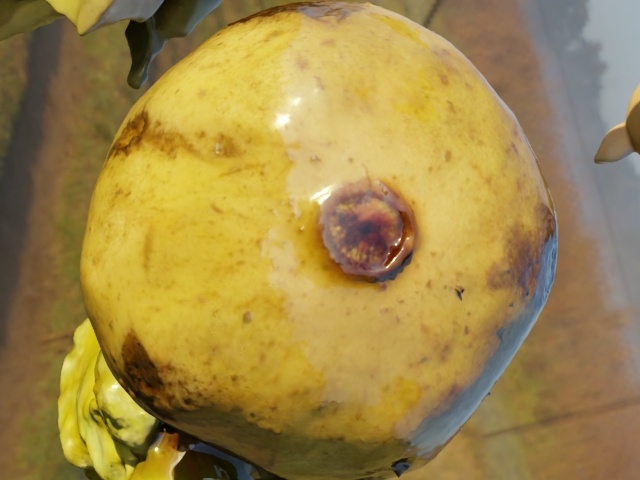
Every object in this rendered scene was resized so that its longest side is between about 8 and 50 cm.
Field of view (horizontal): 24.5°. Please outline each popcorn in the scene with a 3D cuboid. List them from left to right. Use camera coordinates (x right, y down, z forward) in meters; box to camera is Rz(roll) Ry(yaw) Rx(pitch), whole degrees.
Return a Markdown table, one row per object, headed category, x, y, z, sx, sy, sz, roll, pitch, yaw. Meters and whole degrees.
| category | x | y | z | sx | sy | sz | roll | pitch | yaw |
| --- | --- | --- | --- | --- | --- | --- | --- | --- | --- |
| popcorn | -0.073 | 0.120 | 1.160 | 0.225 | 0.276 | 0.276 | 43 | 18 | -15 |

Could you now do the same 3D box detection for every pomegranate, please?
| category | x | y | z | sx | sy | sz | roll | pitch | yaw |
| --- | --- | --- | --- | --- | --- | --- | --- | --- | --- |
| pomegranate | 0.000 | 0.000 | 0.860 | 0.281 | 0.281 | 0.281 | -15 | 90 | -82 |

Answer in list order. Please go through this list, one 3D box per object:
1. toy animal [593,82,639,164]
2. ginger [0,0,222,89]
| category | x | y | z | sx | sy | sz | roll | pitch | yaw |
| --- | --- | --- | --- | --- | --- | --- | --- | --- | --- |
| toy animal | 0.407 | -0.099 | 1.454 | 0.250 | 0.166 | 0.154 | 34 | -4 | 42 |
| ginger | -0.176 | -0.226 | 1.150 | 0.413 | 0.359 | 0.211 | -71 | 174 | -56 |
